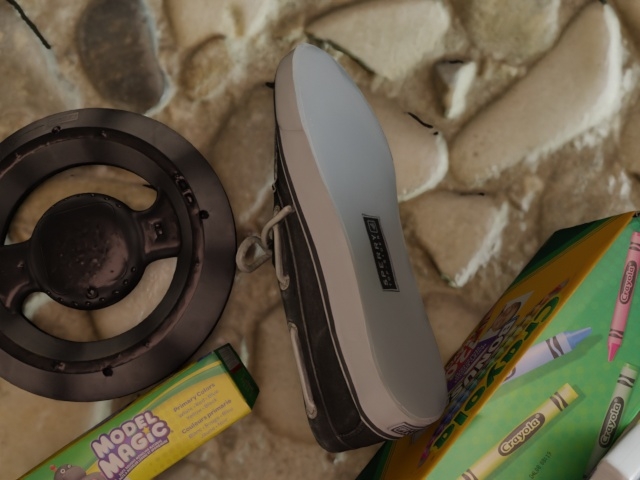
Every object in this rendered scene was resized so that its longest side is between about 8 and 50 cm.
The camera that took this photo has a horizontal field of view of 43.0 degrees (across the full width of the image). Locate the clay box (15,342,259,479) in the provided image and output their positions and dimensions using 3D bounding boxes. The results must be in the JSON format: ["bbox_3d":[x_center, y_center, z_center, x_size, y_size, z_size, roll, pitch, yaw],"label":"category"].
[{"bbox_3d":[-0.150,0.156,0.580,0.222,0.127,0.053,-33,87,-4],"label":"clay box"}]

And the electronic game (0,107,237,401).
[{"bbox_3d":[-0.178,0.009,0.628,0.229,0.048,0.229,0,81,2],"label":"electronic game"}]

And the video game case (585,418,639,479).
[{"bbox_3d":[0.176,0.185,0.537,0.022,0.190,0.173,37,115,27],"label":"video game case"}]

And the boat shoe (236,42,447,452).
[{"bbox_3d":[0.003,0.001,0.606,0.105,0.113,0.306,-28,70,34],"label":"boat shoe"}]

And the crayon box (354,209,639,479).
[{"bbox_3d":[0.138,0.115,0.573,0.081,0.165,0.278,40,86,1],"label":"crayon box"}]
